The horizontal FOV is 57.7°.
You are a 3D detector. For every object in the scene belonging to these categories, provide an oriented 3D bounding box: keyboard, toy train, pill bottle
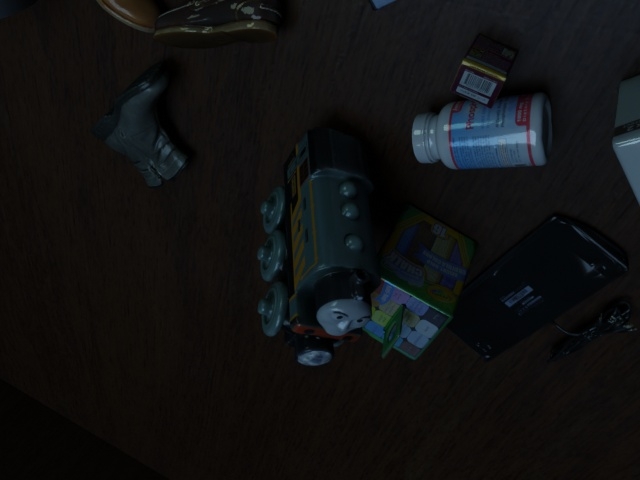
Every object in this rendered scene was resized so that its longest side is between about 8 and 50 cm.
[{"bbox_3d":[0.340,0.104,0.896,0.201,0.033,0.317,41,138,3],"label":"keyboard"},{"bbox_3d":[0.000,0.000,0.816,0.142,0.334,0.190,14,140,-22],"label":"toy train"},{"bbox_3d":[0.202,-0.134,0.730,0.160,0.087,0.087,1,127,30],"label":"pill bottle"}]

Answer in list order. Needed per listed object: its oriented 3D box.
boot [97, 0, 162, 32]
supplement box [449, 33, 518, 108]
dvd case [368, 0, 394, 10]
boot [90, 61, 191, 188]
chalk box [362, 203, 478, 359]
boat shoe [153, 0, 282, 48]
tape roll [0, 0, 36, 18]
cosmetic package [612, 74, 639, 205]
[{"bbox_3d":[-0.269,-0.401,0.798,0.197,0.073,0.152,45,132,-14],"label":"boot"},{"bbox_3d":[0.192,-0.199,0.681,0.054,0.083,0.043,26,137,9],"label":"supplement box"},{"bbox_3d":[0.112,-0.369,0.601,0.253,0.022,0.180,-8,124,45],"label":"dvd case"},{"bbox_3d":[-0.278,-0.188,0.995,0.161,0.083,0.246,44,142,-19],"label":"boot"},{"bbox_3d":[0.127,0.076,0.866,0.132,0.213,0.132,31,136,4],"label":"chalk box"},{"bbox_3d":[-0.143,-0.311,0.807,0.206,0.073,0.073,4,91,24],"label":"boat shoe"},{"bbox_3d":[-0.549,-0.384,0.873,0.219,0.219,0.072,13,133,22],"label":"tape roll"},{"bbox_3d":[0.413,-0.085,0.596,0.151,0.151,0.184,-17,117,39],"label":"cosmetic package"}]
